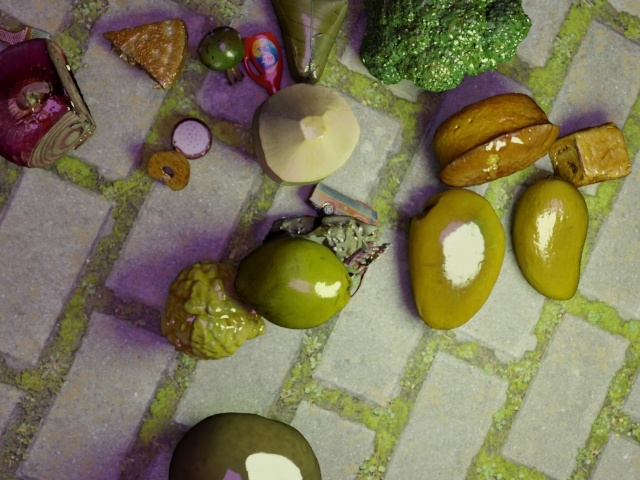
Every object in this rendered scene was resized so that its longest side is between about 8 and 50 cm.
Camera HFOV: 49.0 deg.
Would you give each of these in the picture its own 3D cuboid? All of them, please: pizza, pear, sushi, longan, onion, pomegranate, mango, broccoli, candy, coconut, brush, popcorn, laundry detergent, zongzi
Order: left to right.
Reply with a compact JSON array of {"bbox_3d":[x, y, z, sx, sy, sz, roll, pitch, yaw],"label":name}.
[{"bbox_3d":[-0.744,-0.478,1.635,0.218,0.010,0.083,17,90,-10],"label":"brush"},{"bbox_3d":[-0.645,-0.299,1.556,0.230,0.272,0.256,-26,64,2],"label":"onion"},{"bbox_3d":[-0.418,-0.457,1.675,0.198,0.062,0.188,16,77,-5],"label":"pizza"},{"bbox_3d":[-0.314,-0.248,1.709,0.103,0.043,0.103,-1,93,-11],"label":"candy"},{"bbox_3d":[-0.258,0.175,1.662,0.212,0.259,0.259,-27,98,17],"label":"popcorn"},{"bbox_3d":[-0.228,-0.444,1.691,0.114,0.114,0.142,-33,123,-8],"label":"pomegranate"},{"bbox_3d":[-0.172,0.562,1.630,0.361,0.361,0.361,0,93,-11],"label":"longan"},{"bbox_3d":[-0.137,-0.424,1.732,0.097,0.049,0.165,-14,96,1],"label":"laundry detergent"},{"bbox_3d":[-0.081,-0.521,1.703,0.256,0.115,0.228,22,89,-13],"label":"zongzi"},{"bbox_3d":[-0.062,0.095,1.599,0.269,0.212,0.212,5,92,8],"label":"pear"},{"bbox_3d":[-0.039,-0.253,1.658,0.259,0.259,0.259,0,93,-11],"label":"coconut"},{"bbox_3d":[0.003,-0.017,1.724,0.273,0.109,0.134,-20,122,7],"label":"sushi"},{"bbox_3d":[0.276,-0.531,1.689,0.413,0.310,0.321,-16,106,24],"label":"broccoli"},{"bbox_3d":[0.337,0.049,1.774,0.253,0.182,0.365,11,90,-12],"label":"mango"},{"bbox_3d":[0.599,-0.006,1.844,0.195,0.142,0.332,3,99,-4],"label":"mango"}]

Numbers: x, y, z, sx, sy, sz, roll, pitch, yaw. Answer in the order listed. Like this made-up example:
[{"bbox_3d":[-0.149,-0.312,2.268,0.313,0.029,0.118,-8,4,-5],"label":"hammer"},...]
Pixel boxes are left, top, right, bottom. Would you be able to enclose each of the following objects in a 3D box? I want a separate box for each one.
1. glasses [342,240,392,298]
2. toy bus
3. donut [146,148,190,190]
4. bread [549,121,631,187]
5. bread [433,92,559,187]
[{"bbox_3d":[0.077,0.097,1.740,0.255,0.162,0.095,-44,103,-5],"label":"glasses"},{"bbox_3d":[0.058,-0.077,1.778,0.192,0.065,0.077,26,80,-11],"label":"toy bus"},{"bbox_3d":[-0.359,-0.176,1.690,0.108,0.043,0.097,37,120,-16],"label":"donut"},{"bbox_3d":[0.707,-0.221,1.853,0.143,0.149,0.158,-12,95,-13],"label":"bread"},{"bbox_3d":[0.424,-0.243,1.736,0.312,0.312,0.172,-18,79,-9],"label":"bread"}]
